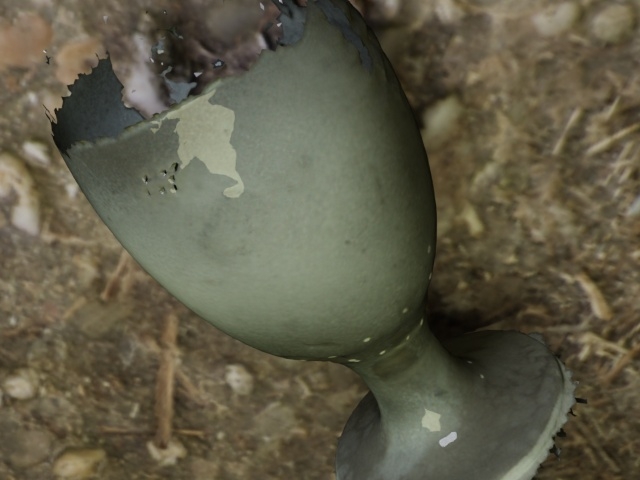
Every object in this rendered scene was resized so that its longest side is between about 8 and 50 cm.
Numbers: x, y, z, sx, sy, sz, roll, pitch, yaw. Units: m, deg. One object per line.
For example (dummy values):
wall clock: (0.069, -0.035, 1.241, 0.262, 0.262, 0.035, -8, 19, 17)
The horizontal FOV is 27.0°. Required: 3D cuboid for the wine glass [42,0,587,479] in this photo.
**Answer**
wine glass: (0.002, 0.004, 0.788, 0.191, 0.190, 0.357, -24, 118, 22)
